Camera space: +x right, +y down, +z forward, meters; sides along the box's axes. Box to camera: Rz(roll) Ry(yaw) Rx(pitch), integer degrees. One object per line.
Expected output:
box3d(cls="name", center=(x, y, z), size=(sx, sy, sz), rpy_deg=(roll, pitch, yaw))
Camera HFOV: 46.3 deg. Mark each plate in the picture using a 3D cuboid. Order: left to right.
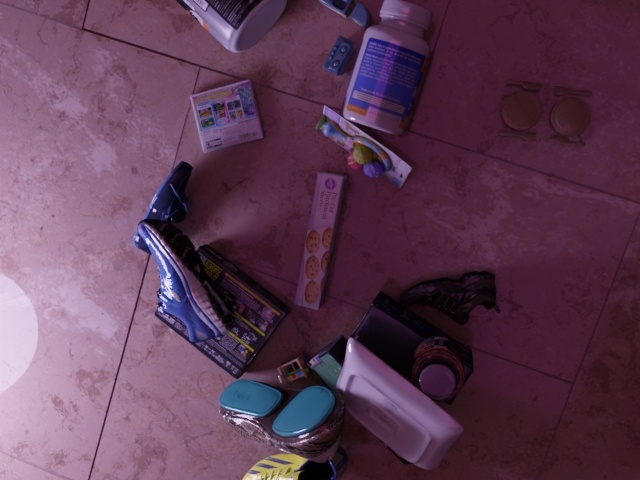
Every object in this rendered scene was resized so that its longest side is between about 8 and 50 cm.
box3d(cls="plate", center=(0.139, 0.348, 1.516), size=(0.277, 0.278, 0.045), rpy_deg=(38, 61, 18))

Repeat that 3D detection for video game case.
box3d(cls="video game case", center=(-0.224, -0.298, 1.803), size=(0.157, 0.019, 0.143), rpy_deg=(-12, 94, 14))

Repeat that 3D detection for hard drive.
box3d(cls="hard drive", center=(0.125, 0.367, 1.705), size=(0.339, 0.237, 0.064), rpy_deg=(44, 69, 4))

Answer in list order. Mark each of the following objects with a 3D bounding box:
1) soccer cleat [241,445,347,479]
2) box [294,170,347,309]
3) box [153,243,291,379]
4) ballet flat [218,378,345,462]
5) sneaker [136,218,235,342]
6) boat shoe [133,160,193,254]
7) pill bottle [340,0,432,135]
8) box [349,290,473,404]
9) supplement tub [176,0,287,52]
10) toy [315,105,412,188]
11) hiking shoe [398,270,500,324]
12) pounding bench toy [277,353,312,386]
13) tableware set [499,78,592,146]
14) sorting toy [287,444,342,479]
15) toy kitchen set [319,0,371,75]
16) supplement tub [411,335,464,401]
box3d(cls="soccer cleat", center=(-0.074, 0.556, 1.771), size=(0.289, 0.121, 0.094), rpy_deg=(-23, 92, 14))
box3d(cls="box", center=(0.000, 0.000, 1.768), size=(0.067, 0.063, 0.324), rpy_deg=(13, 99, 9))
box3d(cls="box", center=(-0.243, 0.175, 1.842), size=(0.270, 0.060, 0.216), rpy_deg=(36, 102, 5))
box3d(cls="ballet flat", center=(-0.060, 0.415, 1.690), size=(0.164, 0.482, 0.182), rpy_deg=(-46, 111, -29))
box3d(cls="sneaker", center=(-0.344, 0.100, 1.755), size=(0.147, 0.130, 0.330), rpy_deg=(-30, 92, 12))
box3d(cls="boat shoe", center=(-0.363, -0.076, 1.829), size=(0.089, 0.109, 0.258), rpy_deg=(32, 118, -1))
box3d(cls="pill bottle", center=(0.152, -0.381, 1.646), size=(0.152, 0.152, 0.272), rpy_deg=(20, 100, 9))
box3d(cls="box", center=(0.209, 0.236, 1.691), size=(0.261, 0.184, 0.103), rpy_deg=(33, 102, 6))
box3d(cls="supplement tub", center=(-0.243, -0.594, 1.682), size=(0.316, 0.193, 0.193), rpy_deg=(45, 103, 4))
box3d(cls="toy", center=(0.085, -0.195, 1.687), size=(0.237, 0.137, 0.056), rpy_deg=(40, 76, 6))
box3d(cls="hiking shoe", center=(0.294, 0.142, 1.712), size=(0.226, 0.086, 0.114), rpy_deg=(-12, 91, 12))
box3d(cls="pounding bench toy", center=(-0.062, 0.316, 1.808), size=(0.065, 0.083, 0.052), rpy_deg=(-27, 90, 14))
box3d(cls="tableware set", center=(0.493, -0.275, 1.647), size=(0.194, 0.039, 0.128), rpy_deg=(9, 87, 5))
box3d(cls="sorting toy", center=(-0.011, 0.524, 1.841), size=(0.132, 0.046, 0.275), rpy_deg=(-2, 96, 12))
box3d(cls="toy kitchen set", center=(-0.008, -0.493, 1.681), size=(0.207, 0.122, 0.166), rpy_deg=(31, 102, 7))
box3d(cls="supplement tub", center=(0.235, 0.258, 1.494), size=(0.105, 0.198, 0.106), rpy_deg=(1, 93, 9))
